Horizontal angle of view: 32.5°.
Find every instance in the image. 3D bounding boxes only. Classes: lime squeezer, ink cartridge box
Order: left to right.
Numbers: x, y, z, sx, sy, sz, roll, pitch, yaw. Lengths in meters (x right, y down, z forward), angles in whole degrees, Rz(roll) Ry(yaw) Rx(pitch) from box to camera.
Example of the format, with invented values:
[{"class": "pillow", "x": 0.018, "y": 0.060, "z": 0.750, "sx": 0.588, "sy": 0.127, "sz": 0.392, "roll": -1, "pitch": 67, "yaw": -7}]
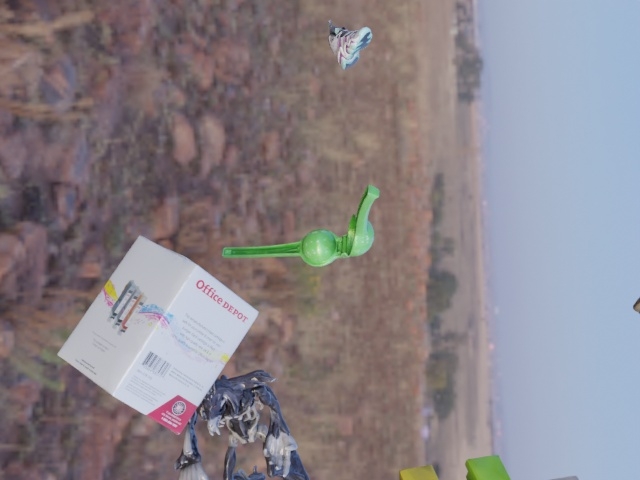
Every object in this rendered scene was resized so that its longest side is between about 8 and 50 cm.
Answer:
[{"class": "ink cartridge box", "x": -0.189, "y": 0.109, "z": 1.296, "sx": 0.176, "sy": 0.127, "sz": 0.128, "roll": -56, "pitch": 135, "yaw": -10}, {"class": "lime squeezer", "x": 0.000, "y": 0.000, "z": 1.483, "sx": 0.110, "sy": 0.310, "sz": 0.059, "roll": 4, "pitch": 73, "yaw": -42}]

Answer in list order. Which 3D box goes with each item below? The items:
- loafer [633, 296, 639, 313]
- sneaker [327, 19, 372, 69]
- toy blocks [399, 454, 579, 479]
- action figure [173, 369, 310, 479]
[{"class": "loafer", "x": 0.532, "y": 0.073, "z": 1.634, "sx": 0.056, "sy": 0.050, "sz": 0.148, "roll": -43, "pitch": 178, "yaw": -45}, {"class": "sneaker", "x": 0.036, "y": -0.305, "z": 1.639, "sx": 0.069, "sy": 0.038, "sz": 0.098, "roll": 54, "pitch": -31, "yaw": 8}, {"class": "toy blocks", "x": 0.189, "y": 0.440, "z": 1.437, "sx": 0.261, "sy": 0.381, "sz": 0.191, "roll": 106, "pitch": -29, "yaw": -41}, {"class": "action figure", "x": -0.106, "y": 0.269, "z": 1.453, "sx": 0.141, "sy": 0.164, "sz": 0.276, "roll": -95, "pitch": 163, "yaw": -49}]
